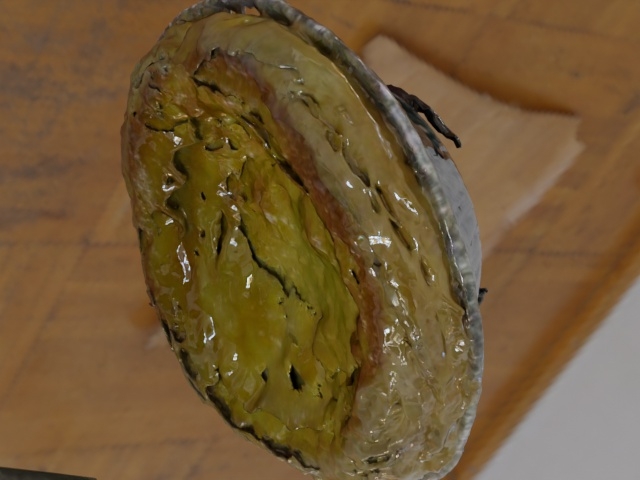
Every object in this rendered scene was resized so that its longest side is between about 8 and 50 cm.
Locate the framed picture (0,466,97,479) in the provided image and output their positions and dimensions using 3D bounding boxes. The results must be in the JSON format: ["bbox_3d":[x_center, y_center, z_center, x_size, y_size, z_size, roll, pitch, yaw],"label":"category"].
[{"bbox_3d":[-0.283,0.129,0.648,0.240,0.020,0.324,17,152,-41],"label":"framed picture"}]

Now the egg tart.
[{"bbox_3d":[0.000,0.000,0.653,0.094,0.234,0.234,-26,149,-30],"label":"egg tart"}]
